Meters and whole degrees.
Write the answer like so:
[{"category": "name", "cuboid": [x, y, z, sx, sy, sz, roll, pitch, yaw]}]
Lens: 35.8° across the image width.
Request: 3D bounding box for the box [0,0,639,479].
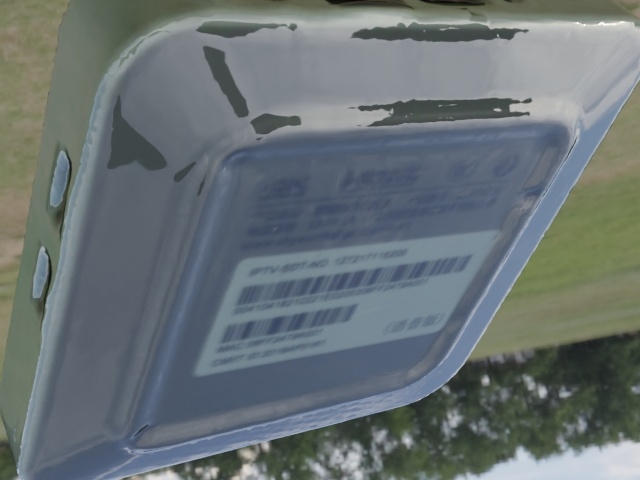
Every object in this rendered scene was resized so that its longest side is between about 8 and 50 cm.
[{"category": "box", "cuboid": [0.000, 0.000, 0.627, 0.367, 0.090, 0.373, -9, 139, -33]}]
